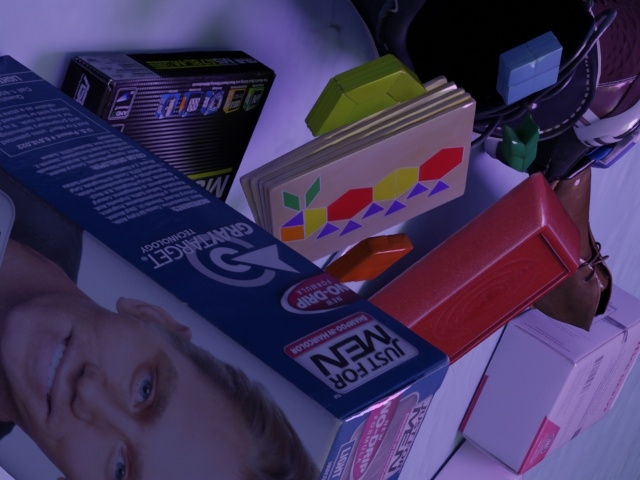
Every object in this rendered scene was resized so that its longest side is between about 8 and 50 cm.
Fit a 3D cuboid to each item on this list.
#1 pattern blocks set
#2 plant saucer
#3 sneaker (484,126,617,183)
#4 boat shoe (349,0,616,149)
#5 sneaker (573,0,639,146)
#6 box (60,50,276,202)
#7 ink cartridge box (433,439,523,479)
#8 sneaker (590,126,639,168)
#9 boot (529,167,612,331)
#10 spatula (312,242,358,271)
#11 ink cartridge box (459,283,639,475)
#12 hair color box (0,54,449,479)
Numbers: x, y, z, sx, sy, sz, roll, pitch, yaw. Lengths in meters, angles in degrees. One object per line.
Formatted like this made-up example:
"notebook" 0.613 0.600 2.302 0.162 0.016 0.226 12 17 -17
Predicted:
"pattern blocks set" 0.029 -0.044 1.083 0.324 0.026 0.285 -20 152 -19
"plant saucer" 0.176 0.053 1.592 0.258 0.048 0.259 -38 156 7
"sneaker" 0.282 -0.156 1.539 0.217 0.121 0.079 -58 156 4
"boat shoe" 0.137 -0.167 1.169 0.186 0.156 0.500 -35 155 9
"sneaker" 0.292 -0.247 1.453 0.106 0.162 0.281 -17 -139 57
"box" -0.129 -0.045 1.021 0.190 0.045 0.184 -12 130 -56
"ink cartridge box" 0.218 0.417 2.144 0.172 0.100 0.237 -49 155 -15
"sneaker" 0.392 -0.214 1.661 0.316 0.127 0.182 -59 153 2
"boot" 0.329 0.004 1.831 0.112 0.115 0.305 -42 151 -24
"spatula" 0.000 0.000 1.348 0.242 0.019 0.168 -51 160 -9
"ink cartridge box" 0.349 0.191 2.085 0.283 0.117 0.207 -20 137 -52
"hair color box" -0.116 0.054 0.800 0.105 0.347 0.174 -21 138 -51
